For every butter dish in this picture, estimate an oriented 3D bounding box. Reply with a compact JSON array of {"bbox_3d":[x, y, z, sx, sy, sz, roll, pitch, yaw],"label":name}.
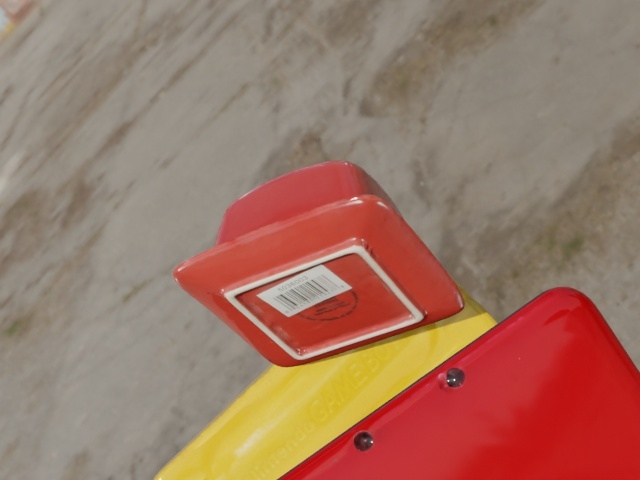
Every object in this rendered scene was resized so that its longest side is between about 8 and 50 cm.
[{"bbox_3d":[0.000,0.000,0.766,0.160,0.160,0.118,-20,50,21],"label":"butter dish"}]

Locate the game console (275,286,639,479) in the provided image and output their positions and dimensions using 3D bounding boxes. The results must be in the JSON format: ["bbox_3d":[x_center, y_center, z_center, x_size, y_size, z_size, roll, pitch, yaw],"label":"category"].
[{"bbox_3d":[0.056,0.107,0.374,0.144,0.124,0.085,-34,60,-7],"label":"game console"}]

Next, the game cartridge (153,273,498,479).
[{"bbox_3d":[0.079,0.207,0.854,0.285,0.324,0.052,-44,1,-4],"label":"game cartridge"}]
